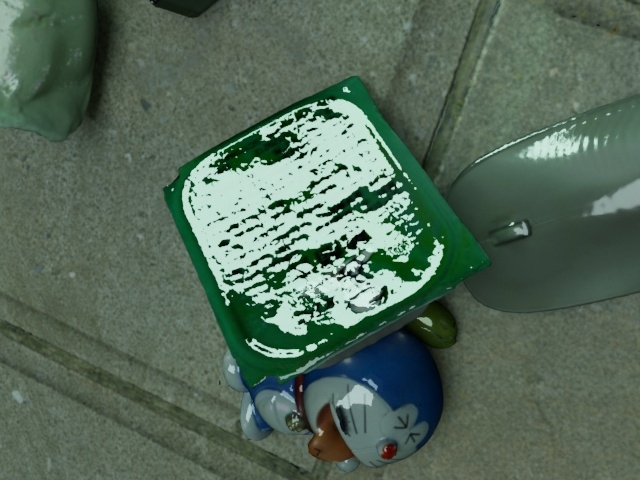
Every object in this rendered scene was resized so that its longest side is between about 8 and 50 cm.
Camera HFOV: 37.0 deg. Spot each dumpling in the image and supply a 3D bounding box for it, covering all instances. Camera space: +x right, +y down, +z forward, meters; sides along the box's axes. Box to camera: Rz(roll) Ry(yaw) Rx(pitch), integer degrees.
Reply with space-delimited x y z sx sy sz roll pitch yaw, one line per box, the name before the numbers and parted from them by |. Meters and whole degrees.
dumpling | -0.406 -0.278 1.184 0.270 0.212 0.320 -40 62 -18

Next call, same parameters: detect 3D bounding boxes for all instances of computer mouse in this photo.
computer mouse | 0.289 -0.036 0.997 0.330 0.095 0.197 -20 83 20

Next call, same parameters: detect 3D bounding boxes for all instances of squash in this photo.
squash | 0.083 0.061 1.103 0.183 0.052 0.052 39 106 17

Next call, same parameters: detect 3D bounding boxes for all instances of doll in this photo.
doll | 0.009 0.171 1.081 0.256 0.161 0.215 -8 120 32

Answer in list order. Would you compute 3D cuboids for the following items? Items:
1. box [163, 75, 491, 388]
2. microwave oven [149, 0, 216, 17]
box | 0.000 0.000 1.033 0.264 0.106 0.337 -29 51 0
microwave oven | -0.172 -0.392 1.118 0.163 0.129 0.205 -34 83 21
